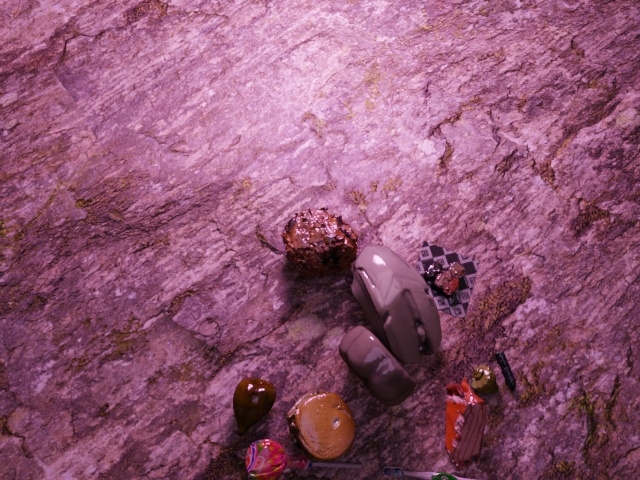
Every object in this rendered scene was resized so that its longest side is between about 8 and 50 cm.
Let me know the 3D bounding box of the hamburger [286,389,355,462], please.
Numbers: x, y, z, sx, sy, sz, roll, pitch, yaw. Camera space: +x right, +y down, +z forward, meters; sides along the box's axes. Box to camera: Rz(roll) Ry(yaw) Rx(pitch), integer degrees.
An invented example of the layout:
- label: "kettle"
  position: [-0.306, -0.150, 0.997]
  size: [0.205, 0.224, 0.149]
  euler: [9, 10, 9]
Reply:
- label: "hamburger"
  position: [0.003, 0.582, 1.307]
  size: [0.189, 0.122, 0.215]
  euler: [-35, 79, -35]

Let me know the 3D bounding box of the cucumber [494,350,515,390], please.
- label: "cucumber"
  position: [0.638, 0.448, 1.443]
  size: [0.032, 0.032, 0.132]
  euler: [-16, 75, -8]

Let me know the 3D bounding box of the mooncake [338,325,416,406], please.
- label: "mooncake"
  position: [0.171, 0.391, 1.316]
  size: [0.135, 0.275, 0.275]
  euler: [-42, 81, -7]

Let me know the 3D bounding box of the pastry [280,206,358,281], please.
- label: "pastry"
  position: [0.000, 0.000, 1.449]
  size: [0.275, 0.193, 0.274]
  euler: [0, 75, -2]

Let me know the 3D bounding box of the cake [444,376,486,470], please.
- label: "cake"
  position: [0.468, 0.596, 1.356]
  size: [0.099, 0.135, 0.286]
  euler: [2, 83, -17]

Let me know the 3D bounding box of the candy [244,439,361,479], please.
- label: "candy"
  position: [-0.050, 0.691, 1.309]
  size: [0.366, 0.124, 0.124]
  euler: [8, 74, -10]

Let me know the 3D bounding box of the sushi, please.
- label: "sushi"
  position: [0.450, 0.134, 1.513]
  size: [0.220, 0.047, 0.231]
  euler: [20, 74, 2]

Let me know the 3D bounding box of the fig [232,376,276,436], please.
- label: "fig"
  position: [-0.216, 0.528, 1.323]
  size: [0.133, 0.126, 0.184]
  euler: [17, 70, -12]

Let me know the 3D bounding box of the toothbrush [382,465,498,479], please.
- label: "toothbrush"
  position: [0.403, 0.761, 1.342]
  size: [0.419, 0.040, 0.042]
  euler: [11, 73, -5]

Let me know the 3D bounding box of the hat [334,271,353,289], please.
- label: "hat"
  position: [0.094, 0.140, 1.499]
  size: [0.087, 0.042, 0.058]
  euler: [-30, 77, 24]

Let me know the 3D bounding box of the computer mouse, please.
- label: "computer mouse"
  position: [0.260, 0.204, 1.409]
  size: [0.228, 0.145, 0.428]
  euler: [-26, 86, -19]

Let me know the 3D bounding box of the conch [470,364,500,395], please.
- label: "conch"
  position: [0.552, 0.475, 1.423]
  size: [0.089, 0.074, 0.121]
  euler: [-40, 100, 13]
